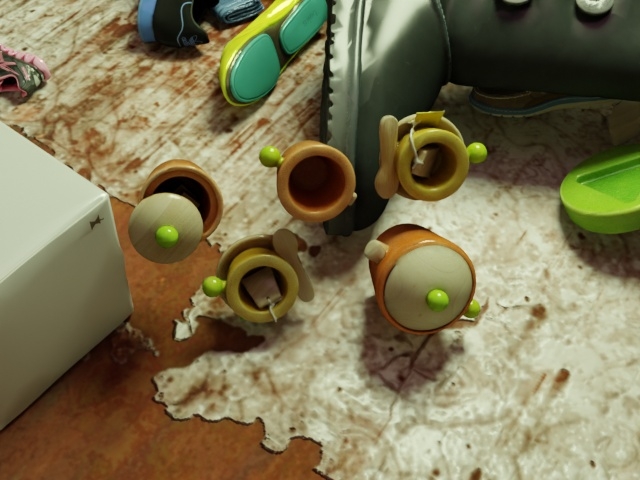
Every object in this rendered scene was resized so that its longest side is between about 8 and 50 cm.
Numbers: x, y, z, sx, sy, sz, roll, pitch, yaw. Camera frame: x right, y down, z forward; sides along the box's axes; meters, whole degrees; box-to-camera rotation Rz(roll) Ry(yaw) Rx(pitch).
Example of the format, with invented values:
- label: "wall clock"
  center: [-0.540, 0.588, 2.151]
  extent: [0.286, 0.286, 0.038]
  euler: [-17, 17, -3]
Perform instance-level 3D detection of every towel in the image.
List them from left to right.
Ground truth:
- label: "towel"
  center: [-0.131, -0.333, 1.198]
  extent: [0.067, 0.029, 0.119]
  euler: [-25, 57, -19]

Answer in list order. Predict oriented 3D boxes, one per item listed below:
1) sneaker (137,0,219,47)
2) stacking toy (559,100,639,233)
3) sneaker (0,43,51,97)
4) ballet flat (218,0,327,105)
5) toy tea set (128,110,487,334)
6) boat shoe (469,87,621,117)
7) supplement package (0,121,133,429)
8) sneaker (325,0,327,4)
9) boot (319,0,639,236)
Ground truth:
- label: "sneaker"
  center: [-0.166, -0.354, 1.147]
  extent: [0.090, 0.081, 0.232]
  euler: [8, 80, 6]
- label: "stacking toy"
  center: [0.430, -0.056, 0.972]
  extent: [0.279, 0.130, 0.309]
  euler: [-1, 38, 39]
- label: "sneaker"
  center: [-0.386, -0.204, 1.074]
  extent: [0.119, 0.047, 0.057]
  euler: [18, 63, 13]
- label: "ballet flat"
  center: [-0.074, -0.237, 1.105]
  extent: [0.077, 0.077, 0.231]
  euler: [9, 44, 32]
- label: "toy tea set"
  center: [0.000, 0.000, 0.814]
  extent: [0.335, 0.200, 0.124]
  euler: [-8, 21, -9]
- label: "boat shoe"
  center: [0.268, -0.194, 1.069]
  extent: [0.183, 0.066, 0.066]
  euler: [-6, 41, 2]
- label: "supplement package"
  center: [-0.343, -0.005, 0.822]
  extent: [0.293, 0.178, 0.175]
  euler: [31, 56, 22]
- label: "sneaker"
  center: [0.024, -0.361, 1.153]
  extent: [0.064, 0.158, 0.061]
  euler: [15, 51, -6]
- label: "boot"
  center: [0.226, -0.172, 0.961]
  extent: [0.444, 0.146, 0.367]
  euler: [4, 77, -3]
